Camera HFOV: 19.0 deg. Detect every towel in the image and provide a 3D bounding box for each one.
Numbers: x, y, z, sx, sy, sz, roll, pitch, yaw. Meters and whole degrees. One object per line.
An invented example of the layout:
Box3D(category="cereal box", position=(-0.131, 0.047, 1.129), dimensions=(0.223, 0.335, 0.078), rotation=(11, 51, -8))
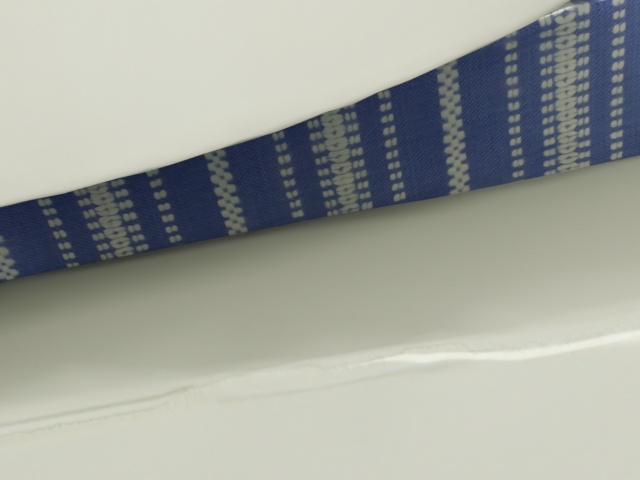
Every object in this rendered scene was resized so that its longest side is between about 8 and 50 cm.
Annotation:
Box3D(category="towel", position=(0.000, 0.000, 0.652), dimensions=(0.336, 0.040, 0.243), rotation=(-16, 147, 0))

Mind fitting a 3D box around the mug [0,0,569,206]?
Box3D(category="mug", position=(-0.126, -0.184, 0.458), dimensions=(0.374, 0.276, 0.328), rotation=(-26, 109, -27))

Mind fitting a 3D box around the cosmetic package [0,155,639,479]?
Box3D(category="cosmetic package", position=(0.056, 0.222, 0.518), dimensions=(0.230, 0.161, 0.453), rotation=(-11, 103, 5))
